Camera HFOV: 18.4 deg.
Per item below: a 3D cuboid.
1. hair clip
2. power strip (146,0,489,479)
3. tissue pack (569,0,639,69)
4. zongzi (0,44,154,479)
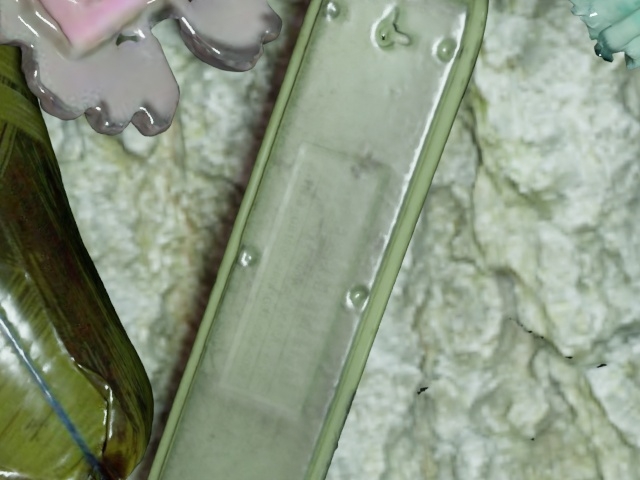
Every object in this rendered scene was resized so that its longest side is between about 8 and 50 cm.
[{"bbox_3d":[-0.046,-0.186,1.025,0.300,0.069,0.173,-37,103,-9],"label":"hair clip"},{"bbox_3d":[0.000,0.000,1.035,0.092,0.066,0.387,20,97,1],"label":"power strip"},{"bbox_3d":[0.243,-0.288,0.872,0.388,0.287,0.162,-30,132,24],"label":"tissue pack"},{"bbox_3d":[-0.162,-0.042,1.033,0.286,0.138,0.300,34,84,-7],"label":"zongzi"}]
